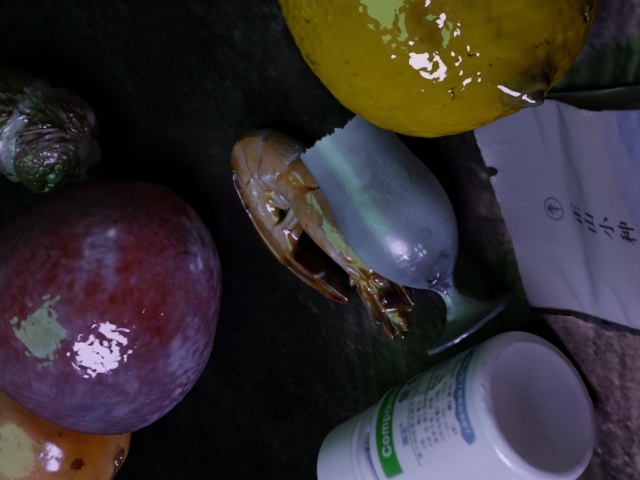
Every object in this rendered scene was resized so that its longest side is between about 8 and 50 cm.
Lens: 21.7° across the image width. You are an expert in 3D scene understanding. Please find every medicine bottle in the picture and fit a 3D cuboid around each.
[{"bbox_3d":[0.111,0.176,1.431,0.237,0.139,0.139,-33,92,47],"label":"medicine bottle"}]

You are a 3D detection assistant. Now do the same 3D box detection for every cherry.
[{"bbox_3d":[-0.215,0.071,1.580,0.285,0.236,0.213,-42,45,28],"label":"cherry"}]

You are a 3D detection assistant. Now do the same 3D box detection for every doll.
[{"bbox_3d":[-0.306,-0.116,1.627,0.221,0.105,0.115,23,170,38],"label":"doll"}]

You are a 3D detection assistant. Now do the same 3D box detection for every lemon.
[{"bbox_3d":[0.079,-0.202,1.163,0.228,0.228,0.253,-16,96,44],"label":"lemon"}]

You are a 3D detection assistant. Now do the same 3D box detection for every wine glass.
[{"bbox_3d":[0.068,-0.012,1.382,0.202,0.093,0.093,53,136,-3],"label":"wine glass"}]

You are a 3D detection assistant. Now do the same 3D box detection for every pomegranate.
[{"bbox_3d":[-0.290,0.196,1.740,0.191,0.191,0.191,20,127,30],"label":"pomegranate"}]

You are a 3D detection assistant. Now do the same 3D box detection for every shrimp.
[{"bbox_3d":[-0.002,0.001,1.478,0.236,0.053,0.133,48,134,11],"label":"shrimp"}]

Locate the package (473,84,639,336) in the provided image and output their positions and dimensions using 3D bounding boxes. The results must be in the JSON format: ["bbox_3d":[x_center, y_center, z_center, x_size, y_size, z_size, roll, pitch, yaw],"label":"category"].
[{"bbox_3d":[0.233,-0.018,1.273,0.251,0.062,0.204,10,122,51],"label":"package"}]
